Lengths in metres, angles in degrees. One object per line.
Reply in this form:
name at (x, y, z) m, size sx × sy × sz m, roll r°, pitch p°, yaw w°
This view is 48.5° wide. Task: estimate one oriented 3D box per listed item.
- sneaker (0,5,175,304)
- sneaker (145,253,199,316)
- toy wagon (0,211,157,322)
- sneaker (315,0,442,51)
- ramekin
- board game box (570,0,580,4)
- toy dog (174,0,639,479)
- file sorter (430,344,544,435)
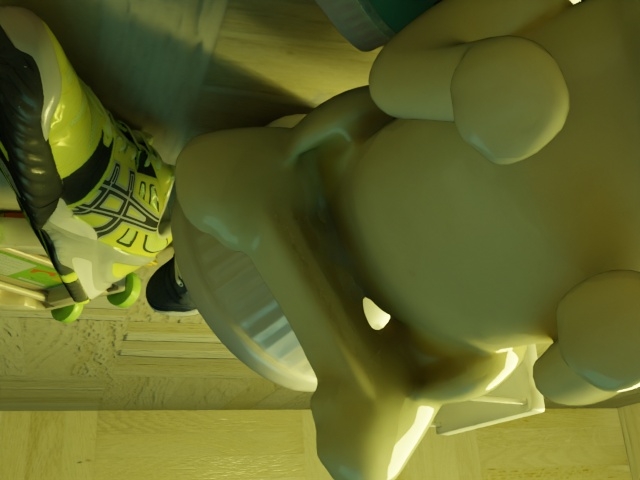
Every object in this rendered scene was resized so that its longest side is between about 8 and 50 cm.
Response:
sneaker at (-0.223, -0.080, 0.668) m, size 0.147 × 0.145 × 0.385 m, roll -30°, pitch 162°, yaw -19°
sneaker at (-0.146, 0.016, 0.904) m, size 0.282 × 0.099 × 0.153 m, roll -22°, pitch 157°, yaw 23°
toy wagon at (-0.366, 0.033, 0.960) m, size 0.344 × 0.068 × 0.267 m, roll -16°, pitch 155°, yaw 25°
sneaker at (0.018, -0.211, 0.386) m, size 0.121 × 0.108 × 0.302 m, roll -15°, pitch 163°, yaw 24°
ramekin at (0.000, 0.000, 0.695) m, size 0.272 × 0.273 × 0.127 m, roll 18°, pitch 139°, yaw -42°
board game box at (0.277, -0.171, 0.593) m, size 0.346 × 0.056 × 0.208 m, roll 4°, pitch 161°, yaw -18°
toy dog at (0.180, -0.040, 0.469) m, size 0.407 × 0.285 × 0.395 m, roll -28°, pitch 172°, yaw 40°
file sorter at (0.132, 0.088, 0.896) m, size 0.173 × 0.278 × 0.193 m, roll 9°, pitch 155°, yaw -23°
